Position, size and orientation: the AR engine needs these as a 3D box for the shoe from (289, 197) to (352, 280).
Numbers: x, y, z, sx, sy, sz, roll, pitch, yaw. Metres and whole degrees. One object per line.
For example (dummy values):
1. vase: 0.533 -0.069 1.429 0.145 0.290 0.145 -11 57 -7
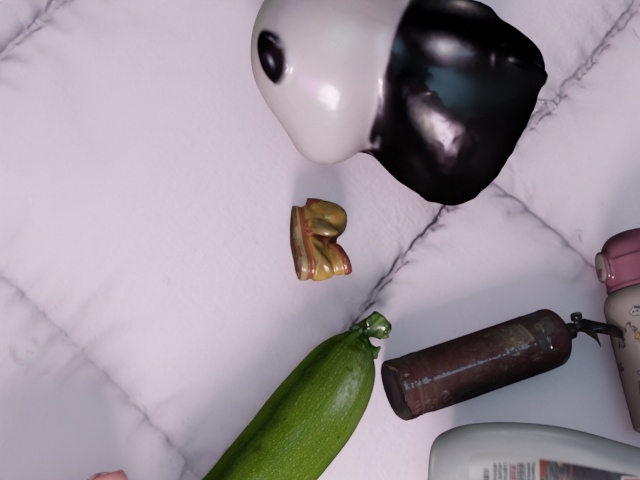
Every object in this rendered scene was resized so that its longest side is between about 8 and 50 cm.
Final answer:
1. shoe: 0.000 0.004 1.564 0.069 0.072 0.109 3 30 -6

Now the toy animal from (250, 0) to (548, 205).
1. toy animal: 0.074 -0.198 1.555 0.310 0.251 0.251 23 72 -12

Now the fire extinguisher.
1. fire extinguisher: 0.207 0.134 1.559 0.268 0.089 0.072 -17 108 -15

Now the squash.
1. squash: -0.038 0.222 1.472 0.101 0.101 0.378 39 62 1

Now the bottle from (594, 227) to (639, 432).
1. bottle: 0.389 0.100 1.592 0.110 0.110 0.233 -10 78 -13

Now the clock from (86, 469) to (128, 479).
1. clock: -0.266 0.374 1.378 0.227 0.142 0.241 -16 83 -15

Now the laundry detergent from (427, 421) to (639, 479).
1. laundry detergent: 0.317 0.319 1.427 0.398 0.125 0.264 -3 78 17
